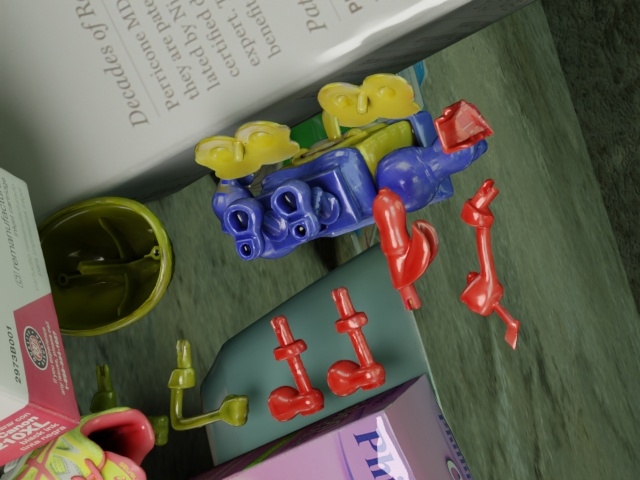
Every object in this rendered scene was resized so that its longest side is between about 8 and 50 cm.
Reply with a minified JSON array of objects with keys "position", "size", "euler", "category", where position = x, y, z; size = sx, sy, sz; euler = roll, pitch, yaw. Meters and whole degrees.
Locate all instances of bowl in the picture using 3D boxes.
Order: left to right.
[{"position":[0.010,0.168,1.317],"size":[0.311,0.163,0.311],"euler":[166,-90,-88],"category":"bowl"}]

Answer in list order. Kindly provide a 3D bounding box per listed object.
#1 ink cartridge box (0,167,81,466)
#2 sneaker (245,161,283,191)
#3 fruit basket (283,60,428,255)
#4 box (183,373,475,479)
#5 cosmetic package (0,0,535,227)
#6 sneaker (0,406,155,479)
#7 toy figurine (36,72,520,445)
[{"position":[-0.250,0.018,0.976],"size":[0.237,0.100,0.172],"euler":[35,33,-57],"category":"ink cartridge box"},{"position":[-0.088,-0.155,1.709],"size":[0.222,0.083,0.118],"euler":[62,17,-1],"category":"sneaker"},{"position":[0.056,-0.197,1.880],"size":[0.353,0.165,0.327],"euler":[-63,146,-42],"category":"fruit basket"},{"position":[-0.004,0.236,1.138],"size":[0.213,0.243,0.117],"euler":[65,17,0],"category":"box"},{"position":[-0.077,-0.246,1.352],"size":[0.327,0.394,0.329],"euler":[63,18,0],"category":"cosmetic package"},{"position":[-0.152,0.162,1.068],"size":[0.081,0.094,0.208],"euler":[58,20,-24],"category":"sneaker"},{"position":[0.000,0.000,1.232],"size":[0.217,0.363,0.191],"euler":[-30,98,-60],"category":"toy figurine"}]
